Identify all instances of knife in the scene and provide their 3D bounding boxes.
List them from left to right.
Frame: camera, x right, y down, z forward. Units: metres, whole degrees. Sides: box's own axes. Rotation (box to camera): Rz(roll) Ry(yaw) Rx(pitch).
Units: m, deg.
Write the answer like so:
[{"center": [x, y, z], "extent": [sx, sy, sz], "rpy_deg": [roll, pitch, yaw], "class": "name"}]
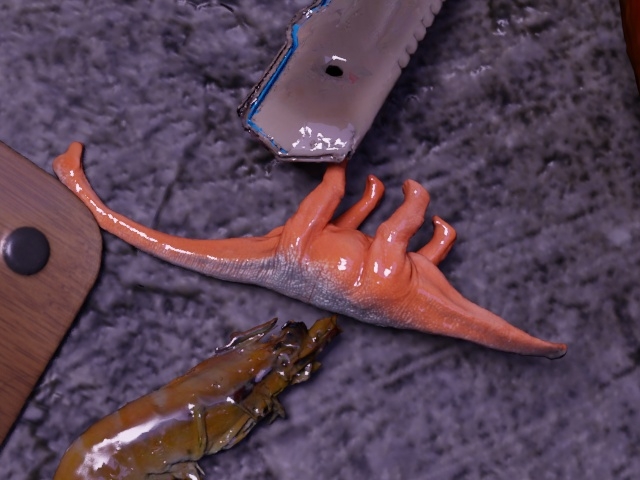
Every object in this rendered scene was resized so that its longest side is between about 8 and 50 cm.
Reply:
[{"center": [0.060, -0.183, 0.740], "extent": [0.089, 0.043, 0.365], "rpy_deg": [19, 64, 20], "class": "knife"}]

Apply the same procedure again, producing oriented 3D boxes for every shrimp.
[{"center": [-0.043, 0.118, 0.661], "extent": [0.178, 0.034, 0.124], "rpy_deg": [-31, 89, -17], "class": "shrimp"}]

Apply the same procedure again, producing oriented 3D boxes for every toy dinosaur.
[{"center": [0.000, -0.003, 0.688], "extent": [0.279, 0.055, 0.101], "rpy_deg": [25, 67, 9], "class": "toy dinosaur"}]

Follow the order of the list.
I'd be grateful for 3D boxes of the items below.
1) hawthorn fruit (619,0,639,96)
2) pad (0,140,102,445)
[{"center": [0.312, -0.140, 0.613], "extent": [0.403, 0.403, 0.403], "rpy_deg": [3, 76, -14], "class": "hawthorn fruit"}, {"center": [-0.268, 0.035, 0.586], "extent": [0.286, 0.018, 0.284], "rpy_deg": [36, 70, -25], "class": "pad"}]
